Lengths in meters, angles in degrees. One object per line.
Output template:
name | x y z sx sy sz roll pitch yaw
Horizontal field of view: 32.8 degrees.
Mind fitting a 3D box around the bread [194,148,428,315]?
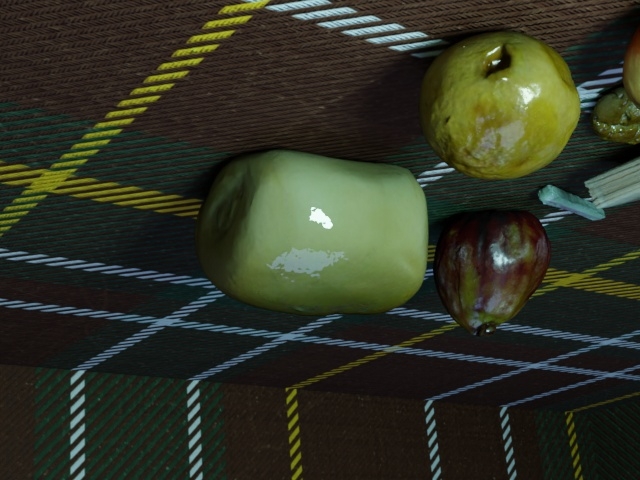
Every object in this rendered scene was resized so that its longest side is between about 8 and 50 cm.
bread | 0.000 0.000 1.893 0.376 0.253 0.348 6 153 -32

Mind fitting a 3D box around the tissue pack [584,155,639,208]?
tissue pack | 0.622 -0.136 1.839 0.170 0.071 0.325 -16 173 -34

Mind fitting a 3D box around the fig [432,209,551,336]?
fig | 0.333 0.049 2.151 0.263 0.224 0.224 -54 146 5

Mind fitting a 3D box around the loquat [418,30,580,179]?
loquat | 0.248 -0.186 1.526 0.238 0.193 0.238 -11 160 -4

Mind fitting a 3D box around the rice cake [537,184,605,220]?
rice cake | 0.490 -0.071 2.117 0.207 0.033 0.033 15 142 -44

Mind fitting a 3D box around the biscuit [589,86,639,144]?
biscuit | 0.544 -0.206 1.755 0.226 0.042 0.226 -5 160 -2

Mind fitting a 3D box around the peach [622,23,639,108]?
peach | 0.496 -0.235 1.459 0.184 0.184 0.184 -4 160 -2
